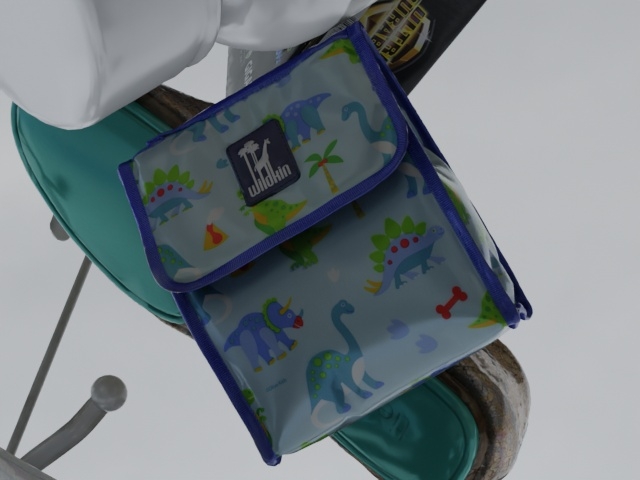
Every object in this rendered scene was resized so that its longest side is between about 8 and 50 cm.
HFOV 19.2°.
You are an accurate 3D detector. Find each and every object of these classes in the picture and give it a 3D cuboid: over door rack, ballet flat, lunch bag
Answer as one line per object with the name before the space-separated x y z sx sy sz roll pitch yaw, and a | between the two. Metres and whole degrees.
over door rack | -0.218 0.009 1.078 0.108 0.239 0.324 -27 -144 30
ballet flat | -0.022 0.013 0.953 0.316 0.107 0.106 43 -149 13
lunch bag | 0.000 0.000 0.814 0.128 0.151 0.096 -30 174 9

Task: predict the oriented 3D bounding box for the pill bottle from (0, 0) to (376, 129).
pill bottle | 0.003 -0.161 0.615 0.283 0.161 0.161 -34 -143 -23

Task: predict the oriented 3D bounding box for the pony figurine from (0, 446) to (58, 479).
pony figurine | -0.159 0.209 0.730 0.351 0.303 0.363 28 178 -38

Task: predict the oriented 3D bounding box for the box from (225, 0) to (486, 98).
box | 0.054 -0.208 1.082 0.073 0.293 0.295 32 -154 -20
